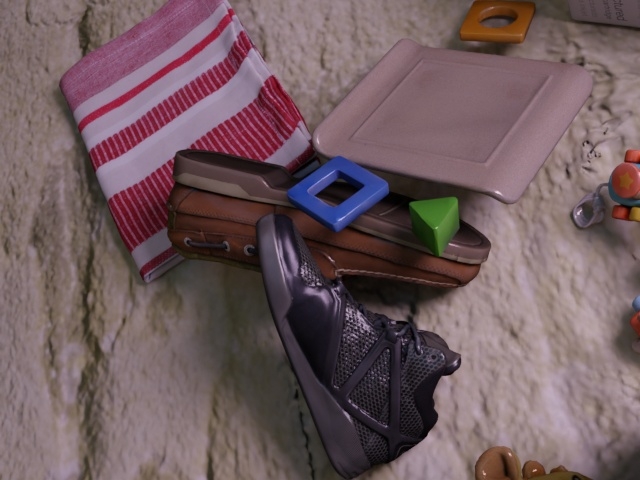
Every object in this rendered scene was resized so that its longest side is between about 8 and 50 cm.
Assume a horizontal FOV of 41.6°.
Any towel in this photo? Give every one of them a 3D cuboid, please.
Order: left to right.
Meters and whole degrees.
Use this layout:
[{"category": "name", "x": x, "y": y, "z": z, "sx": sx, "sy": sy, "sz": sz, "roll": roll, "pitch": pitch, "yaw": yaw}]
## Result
[{"category": "towel", "x": -0.161, "y": -0.141, "z": 0.948, "sx": 0.237, "sy": 0.037, "sz": 0.329, "roll": -35, "pitch": 57, "yaw": 7}]

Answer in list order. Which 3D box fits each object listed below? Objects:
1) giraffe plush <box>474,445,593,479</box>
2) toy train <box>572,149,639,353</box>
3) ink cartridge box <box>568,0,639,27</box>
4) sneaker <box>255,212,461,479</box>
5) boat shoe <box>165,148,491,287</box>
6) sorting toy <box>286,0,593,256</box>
[{"category": "giraffe plush", "x": 0.164, "y": 0.234, "z": 0.564, "sx": 0.210, "sy": 0.181, "sz": 0.170, "roll": -17, "pitch": 41, "yaw": 57}, {"category": "toy train", "x": 0.252, "y": 0.004, "z": 0.653, "sx": 0.125, "sy": 0.046, "sz": 0.166, "roll": -51, "pitch": 45, "yaw": 34}, {"category": "ink cartridge box", "x": 0.350, "y": -0.267, "z": 0.659, "sx": 0.308, "sy": 0.223, "sz": 0.129, "roll": 17, "pitch": 75, "yaw": 30}, {"category": "sneaker", "x": 0.032, "y": 0.069, "z": 0.692, "sx": 0.130, "sy": 0.087, "sz": 0.227, "roll": -24, "pitch": 90, "yaw": 4}, {"category": "boat shoe", "x": 0.000, "y": 0.000, "z": 0.776, "sx": 0.308, "sy": 0.111, "sz": 0.104, "roll": 17, "pitch": 106, "yaw": 21}, {"category": "sorting toy", "x": 0.120, "y": -0.107, "z": 0.756, "sx": 0.196, "sy": 0.047, "sz": 0.347, "roll": 19, "pitch": 53, "yaw": 30}]
